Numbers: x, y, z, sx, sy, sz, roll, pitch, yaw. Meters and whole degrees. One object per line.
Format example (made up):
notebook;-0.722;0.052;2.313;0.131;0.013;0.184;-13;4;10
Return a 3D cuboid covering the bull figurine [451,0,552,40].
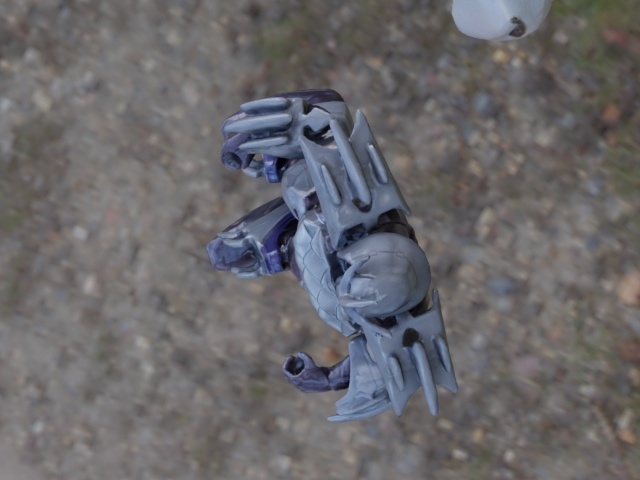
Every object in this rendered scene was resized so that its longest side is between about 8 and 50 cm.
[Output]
bull figurine;0.086;-0.197;0.684;0.101;0.188;0.310;-25;58;35

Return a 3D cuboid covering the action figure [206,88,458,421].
action figure;0.000;0.000;1.085;0.285;0.099;0.185;-129;30;-72
